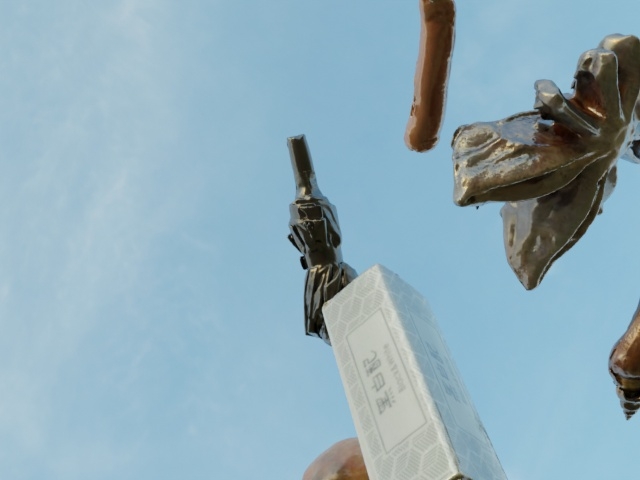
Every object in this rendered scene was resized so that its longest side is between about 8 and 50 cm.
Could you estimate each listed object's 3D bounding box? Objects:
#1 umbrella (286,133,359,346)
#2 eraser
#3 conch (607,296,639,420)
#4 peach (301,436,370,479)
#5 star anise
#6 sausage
[{"bbox_3d":[0.000,0.000,1.516,0.118,0.118,0.340,-11,-96,-11],"label":"umbrella"},{"bbox_3d":[0.097,0.182,0.947,0.096,0.404,0.098,-44,-58,16],"label":"eraser"},{"bbox_3d":[0.494,0.179,1.532,0.080,0.086,0.233,-3,-59,18],"label":"conch"},{"bbox_3d":[0.075,0.427,1.596,0.235,0.214,0.214,21,-81,-33],"label":"peach"},{"bbox_3d":[0.219,-0.084,0.866,0.257,0.110,0.198,-42,-41,-14],"label":"star anise"},{"bbox_3d":[0.102,-0.155,0.891,0.036,0.042,0.158,16,-58,23],"label":"sausage"}]
